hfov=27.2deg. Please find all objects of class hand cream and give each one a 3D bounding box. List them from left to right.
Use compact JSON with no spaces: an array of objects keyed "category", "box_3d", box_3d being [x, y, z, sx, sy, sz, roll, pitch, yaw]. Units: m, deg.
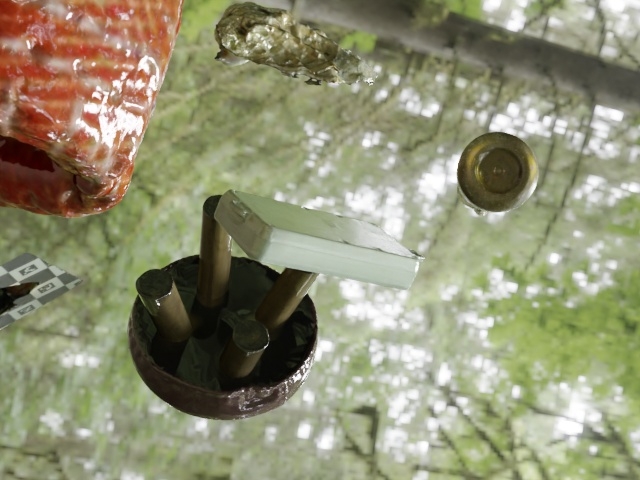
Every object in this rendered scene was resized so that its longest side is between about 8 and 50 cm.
[{"category":"hand cream","box_3d":[0.180,-0.066,1.450,0.203,0.084,0.084,119,-19,-87]}]

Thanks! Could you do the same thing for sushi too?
[{"category":"sushi","box_3d":[-0.419,0.066,1.617,0.040,0.210,0.193,63,5,18]}]

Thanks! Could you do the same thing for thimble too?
[{"category":"thimble","box_3d":[-0.297,-0.179,1.131,0.350,0.350,0.230,-15,-123,63]}]

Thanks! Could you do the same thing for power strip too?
[{"category":"power strip","box_3d":[0.000,0.000,1.584,0.118,0.270,0.046,41,-67,49]}]

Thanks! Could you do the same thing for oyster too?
[{"category":"oyster","box_3d":[-0.027,-0.207,1.405,0.133,0.209,0.072,-135,-124,-65]}]

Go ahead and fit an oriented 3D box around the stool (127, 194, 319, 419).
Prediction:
[{"category":"stool","box_3d":[-0.129,0.092,1.813,0.178,0.272,0.272,103,-16,-51]}]
